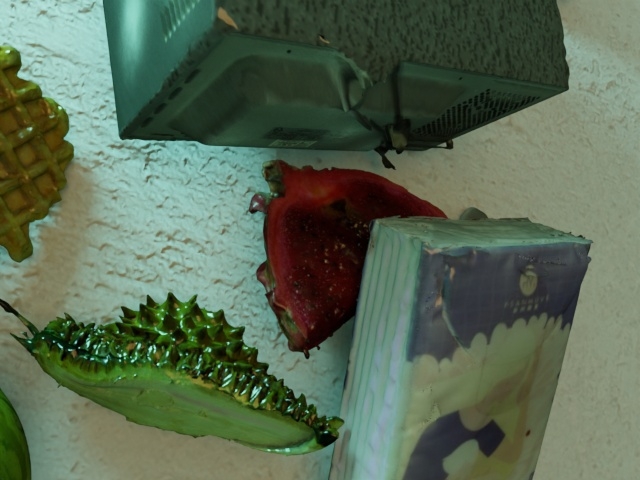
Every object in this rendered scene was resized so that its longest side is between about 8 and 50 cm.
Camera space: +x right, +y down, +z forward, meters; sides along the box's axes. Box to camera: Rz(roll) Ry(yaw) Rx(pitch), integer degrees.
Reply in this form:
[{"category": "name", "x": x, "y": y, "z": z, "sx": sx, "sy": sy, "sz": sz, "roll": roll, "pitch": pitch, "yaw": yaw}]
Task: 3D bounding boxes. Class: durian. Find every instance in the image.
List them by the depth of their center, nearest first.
[{"category": "durian", "x": -0.155, "y": 0.132, "z": 0.609, "sx": 0.375, "sy": 0.106, "sz": 0.132, "roll": 18, "pitch": 115, "yaw": 2}]

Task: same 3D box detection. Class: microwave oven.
[{"category": "microwave oven", "x": 0.018, "y": -0.270, "z": 0.611, "sx": 0.432, "sy": 0.236, "sz": 0.374, "roll": -5, "pitch": 84, "yaw": -36}]

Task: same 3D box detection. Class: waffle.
[{"category": "waffle", "x": -0.351, "y": -0.088, "z": 0.554, "sx": 0.238, "sy": 0.059, "sz": 0.243, "roll": 23, "pitch": 73, "yaw": -52}]

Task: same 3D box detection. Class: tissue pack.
[{"category": "tissue pack", "x": 0.145, "y": 0.150, "z": 0.621, "sx": 0.242, "sy": 0.125, "sz": 0.343, "roll": -1, "pitch": 108, "yaw": -33}]

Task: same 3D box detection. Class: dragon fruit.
[{"category": "dragon fruit", "x": 0.000, "y": 0.000, "z": 0.688, "sx": 0.262, "sy": 0.134, "sz": 0.211, "roll": -29, "pitch": 79, "yaw": -35}]

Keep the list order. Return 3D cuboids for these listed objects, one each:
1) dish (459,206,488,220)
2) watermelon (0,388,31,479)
[{"category": "dish", "x": 0.252, "y": 0.066, "z": 0.769, "sx": 0.228, "sy": 0.086, "sz": 0.236, "roll": -30, "pitch": 92, "yaw": -20}, {"category": "watermelon", "x": -0.371, "y": 0.207, "z": 0.438, "sx": 0.285, "sy": 0.285, "sz": 0.285, "roll": 3, "pitch": 80, "yaw": -17}]
